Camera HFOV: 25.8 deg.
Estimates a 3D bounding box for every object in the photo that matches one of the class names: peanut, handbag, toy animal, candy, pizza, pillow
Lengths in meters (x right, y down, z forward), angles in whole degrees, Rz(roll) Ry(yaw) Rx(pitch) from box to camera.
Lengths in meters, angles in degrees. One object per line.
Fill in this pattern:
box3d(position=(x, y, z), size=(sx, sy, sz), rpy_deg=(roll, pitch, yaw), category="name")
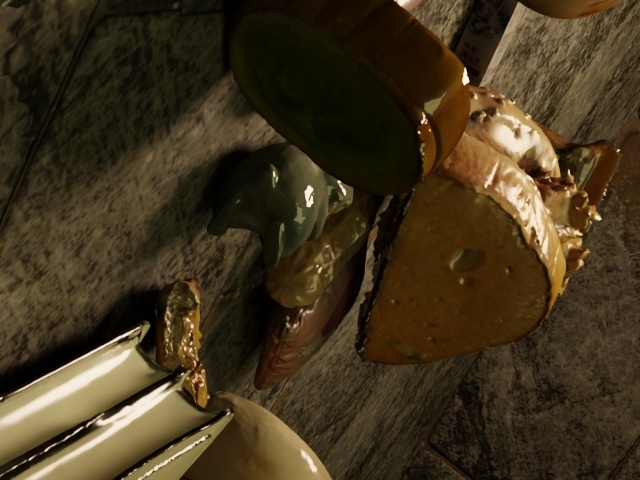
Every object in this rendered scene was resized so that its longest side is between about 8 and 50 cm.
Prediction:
box3d(position=(0.000, 0.000, 1.730), size=(0.194, 0.083, 0.093), rpy_deg=(-53, 130, -20), category="peanut")
box3d(position=(-0.275, 0.240, 1.311), size=(0.358, 0.160, 0.237), rpy_deg=(-27, 155, -56), category="handbag")
box3d(position=(-0.016, -0.063, 1.497), size=(0.236, 0.108, 0.138), rpy_deg=(-37, 157, -47), category="toy animal")
box3d(position=(0.292, -0.125, 1.966), size=(0.101, 0.271, 0.143), rpy_deg=(-7, 127, -57), category="candy")
box3d(position=(-0.147, 0.123, 1.483), size=(0.182, 0.062, 0.161), rpy_deg=(100, -10, -52), category="pizza")
box3d(position=(-0.007, 0.080, 1.866), size=(0.223, 0.084, 0.236), rpy_deg=(-51, 169, -28), category="pillow")

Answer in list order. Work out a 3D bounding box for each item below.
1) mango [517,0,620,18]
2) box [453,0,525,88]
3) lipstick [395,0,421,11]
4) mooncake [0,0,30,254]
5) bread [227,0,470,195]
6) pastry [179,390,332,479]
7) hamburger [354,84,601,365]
box3d(position=(0.264, -0.367, 1.491), size=(0.221, 0.199, 0.384), rpy_deg=(-53, 163, 2), category="mango")
box3d(position=(0.218, -0.268, 1.835), size=(0.039, 0.055, 0.218), rpy_deg=(-40, 159, -44), category="box")
box3d(position=(0.067, -0.257, 1.396), size=(0.254, 0.070, 0.070), rpy_deg=(-43, 161, -34), category="lipstick")
box3d(position=(-0.232, -0.077, 0.942), size=(0.150, 0.057, 0.347), rpy_deg=(-53, 168, -56), category="mooncake")
box3d(position=(0.022, -0.138, 1.223), size=(0.070, 0.236, 0.236), rpy_deg=(-48, 164, -24), category="bread")
box3d(position=(-0.092, 0.306, 1.772), size=(0.133, 0.265, 0.265), rpy_deg=(-48, 163, -19), category="pastry")
box3d(position=(0.211, -0.012, 1.847), size=(0.445, 0.287, 0.268), rpy_deg=(105, -2, -51), category="hamburger")
